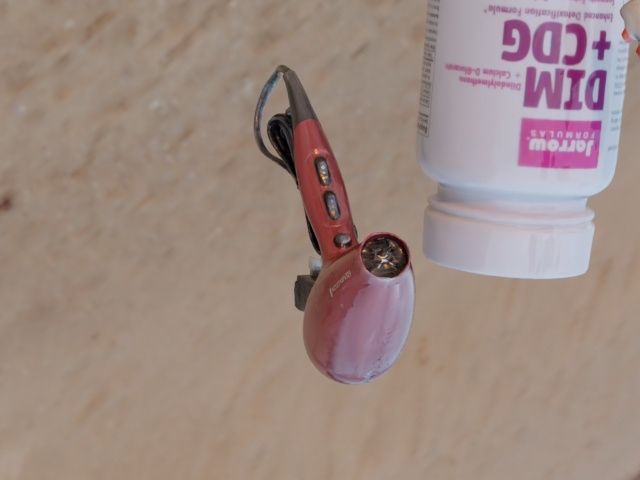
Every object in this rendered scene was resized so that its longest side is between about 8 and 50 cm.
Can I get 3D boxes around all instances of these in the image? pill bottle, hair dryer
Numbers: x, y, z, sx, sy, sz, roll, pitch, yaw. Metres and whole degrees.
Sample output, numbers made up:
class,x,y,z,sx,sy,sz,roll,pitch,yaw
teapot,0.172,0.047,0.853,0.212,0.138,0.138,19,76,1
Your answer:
class,x,y,z,sx,sy,sz,roll,pitch,yaw
pill bottle,0.158,-0.121,1.392,0.160,0.160,0.283,-17,113,-63
hair dryer,0.000,0.000,1.326,0.080,0.223,0.293,-21,-159,-14

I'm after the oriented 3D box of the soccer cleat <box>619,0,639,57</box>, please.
class,x,y,z,sx,sy,sz,roll,pitch,yaw
soccer cleat,0.290,-0.116,1.239,0.076,0.196,0.068,-48,149,8
